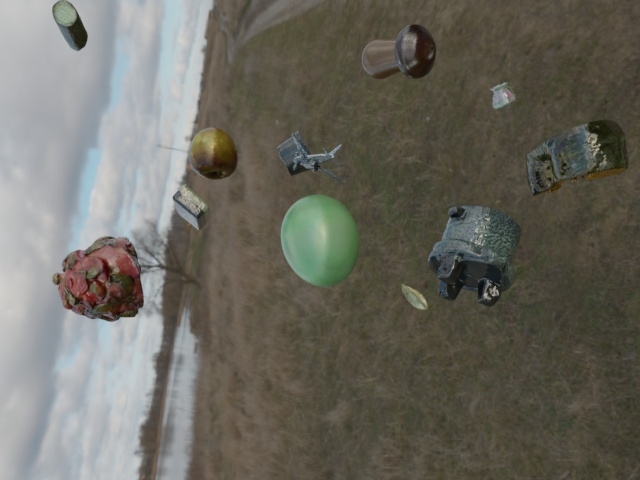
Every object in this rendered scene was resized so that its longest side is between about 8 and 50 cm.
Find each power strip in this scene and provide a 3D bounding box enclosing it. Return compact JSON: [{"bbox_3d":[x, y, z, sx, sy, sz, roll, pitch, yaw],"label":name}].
[{"bbox_3d":[-0.415,-0.103,1.641,0.070,0.105,0.257,-50,4,-15],"label":"power strip"}]

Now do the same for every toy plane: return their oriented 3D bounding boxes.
[{"bbox_3d":[-0.022,-0.240,1.496,0.226,0.226,0.058,-5,52,51],"label":"toy plane"}]

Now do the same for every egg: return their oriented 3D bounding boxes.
[{"bbox_3d":[0.000,0.000,1.431,0.220,0.220,0.269,126,132,-61],"label":"egg"}]

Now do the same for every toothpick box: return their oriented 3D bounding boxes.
[{"bbox_3d":[0.302,-0.710,1.932,0.294,0.192,0.192,15,98,53],"label":"toothpick box"}]

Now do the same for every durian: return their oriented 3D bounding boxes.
[{"bbox_3d":[0.321,0.199,1.750,0.052,0.130,0.066,-46,-5,17],"label":"durian"}]

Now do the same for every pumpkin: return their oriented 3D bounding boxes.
[{"bbox_3d":[0.699,-0.221,1.374,0.280,0.190,0.139,83,175,-85],"label":"pumpkin"}]

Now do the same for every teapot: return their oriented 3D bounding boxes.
[{"bbox_3d":[0.533,-0.426,1.468,0.064,0.083,0.064,-5,114,57],"label":"teapot"}]

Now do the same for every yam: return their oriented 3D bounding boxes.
[{"bbox_3d":[-0.687,-0.592,1.396,0.146,0.070,0.069,123,152,-75],"label":"yam"}]

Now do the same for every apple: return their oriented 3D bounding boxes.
[{"bbox_3d":[-0.342,-0.282,1.630,0.146,0.163,0.147,-15,73,27],"label":"apple"}]

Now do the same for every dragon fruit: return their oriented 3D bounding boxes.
[{"bbox_3d":[-0.778,0.129,1.747,0.296,0.263,0.314,40,135,47],"label":"dragon fruit"}]

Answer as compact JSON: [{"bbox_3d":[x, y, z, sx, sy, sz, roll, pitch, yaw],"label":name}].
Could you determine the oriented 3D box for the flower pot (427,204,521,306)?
[{"bbox_3d":[0.504,0.052,1.642,0.283,0.299,0.299,-63,8,-20],"label":"flower pot"}]

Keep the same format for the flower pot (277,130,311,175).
[{"bbox_3d":[-0.090,-0.310,1.852,0.157,0.107,0.157,62,-178,-3],"label":"flower pot"}]
